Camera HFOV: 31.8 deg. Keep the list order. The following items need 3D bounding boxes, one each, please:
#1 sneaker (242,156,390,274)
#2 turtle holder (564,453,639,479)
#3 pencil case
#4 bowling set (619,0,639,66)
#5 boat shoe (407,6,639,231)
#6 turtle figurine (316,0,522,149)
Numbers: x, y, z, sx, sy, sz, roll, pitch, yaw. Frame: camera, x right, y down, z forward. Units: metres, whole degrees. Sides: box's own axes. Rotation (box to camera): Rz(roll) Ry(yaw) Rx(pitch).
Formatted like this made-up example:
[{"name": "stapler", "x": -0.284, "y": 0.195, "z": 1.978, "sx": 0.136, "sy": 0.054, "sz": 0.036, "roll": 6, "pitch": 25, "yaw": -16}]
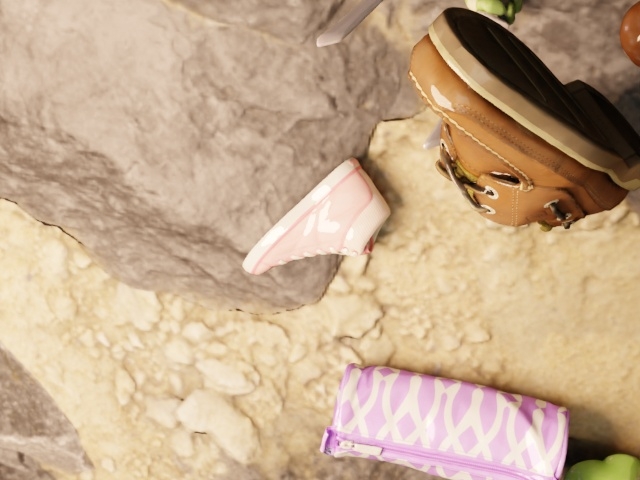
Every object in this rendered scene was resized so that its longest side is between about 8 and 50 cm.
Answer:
[{"name": "sneaker", "x": 0.000, "y": 0.000, "z": 0.919, "sx": 0.134, "sy": 0.051, "sz": 0.070, "roll": -42, "pitch": 91, "yaw": 19}, {"name": "turtle holder", "x": 0.345, "y": 0.264, "z": 0.831, "sx": 0.243, "sy": 0.320, "sz": 0.227, "roll": -25, "pitch": 123, "yaw": 5}, {"name": "pencil case", "x": 0.104, "y": 0.159, "z": 0.933, "sx": 0.206, "sy": 0.088, "sz": 0.086, "roll": 8, "pitch": 114, "yaw": 10}, {"name": "bowling set", "x": 0.316, "y": -0.117, "z": 0.760, "sx": 0.287, "sy": 0.200, "sz": 0.154, "roll": -36, "pitch": 107, "yaw": -20}, {"name": "boat shoe", "x": 0.132, "y": -0.056, "z": 0.739, "sx": 0.104, "sy": 0.307, "sz": 0.111, "roll": -40, "pitch": 61, "yaw": 21}, {"name": "turtle figurine", "x": 0.135, "y": -0.204, "z": 0.737, "sx": 0.266, "sy": 0.275, "sz": 0.198, "roll": -22, "pitch": 138, "yaw": 16}]
